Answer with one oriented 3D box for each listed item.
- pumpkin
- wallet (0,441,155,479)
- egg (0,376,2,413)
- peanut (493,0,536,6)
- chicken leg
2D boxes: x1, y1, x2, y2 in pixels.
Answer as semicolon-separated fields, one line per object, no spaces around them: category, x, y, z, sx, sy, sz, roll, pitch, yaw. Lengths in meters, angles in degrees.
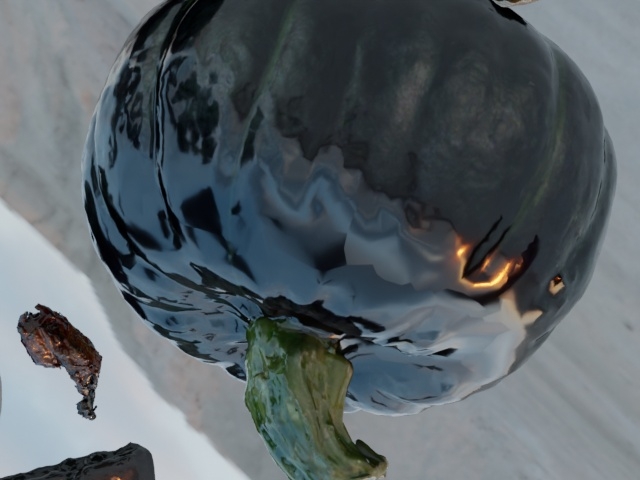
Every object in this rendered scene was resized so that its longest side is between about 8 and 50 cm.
pumpkin;0.000;0.000;0.640;0.296;0.296;0.296;44;179;1
wallet;-0.201;0.322;0.930;0.044;0.170;0.321;-129;33;-64
egg;-0.433;0.129;0.980;0.339;0.354;0.354;8;-155;-42
peanut;0.106;-0.157;0.671;0.054;0.054;0.113;44;163;-21
chicken leg;-0.156;0.073;0.716;0.021;0.036;0.083;6;136;55
